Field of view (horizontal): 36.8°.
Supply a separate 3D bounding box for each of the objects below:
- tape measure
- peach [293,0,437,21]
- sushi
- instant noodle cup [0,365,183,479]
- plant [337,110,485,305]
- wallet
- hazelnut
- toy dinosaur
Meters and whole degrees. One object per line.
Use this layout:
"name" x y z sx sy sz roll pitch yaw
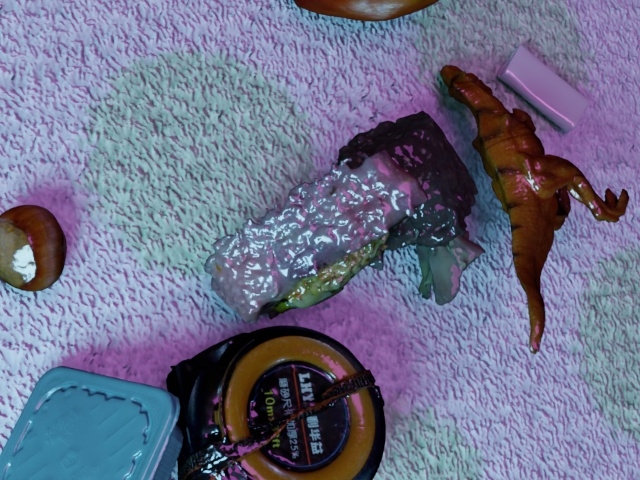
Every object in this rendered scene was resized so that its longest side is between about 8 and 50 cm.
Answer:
"tape measure" -0.045 0.191 0.966 0.223 0.135 0.202 -2 67 -24
"peach" 0.114 -0.421 1.100 0.242 0.380 0.306 23 43 -13
"sushi" 0.002 0.001 0.993 0.241 0.161 0.107 -35 85 11
"instant noodle cup" -0.208 0.207 0.889 0.070 0.179 0.157 49 55 -49
"plant" 0.106 -0.035 1.071 0.203 0.131 0.142 62 30 -13
"wallet" 0.292 -0.199 1.258 0.122 0.025 0.061 37 68 -8
"hazelnut" -0.289 0.006 0.952 0.086 0.086 0.086 6 74 -20
"toy dinosaur" 0.258 -0.048 1.110 0.208 0.097 0.432 17 41 -34
